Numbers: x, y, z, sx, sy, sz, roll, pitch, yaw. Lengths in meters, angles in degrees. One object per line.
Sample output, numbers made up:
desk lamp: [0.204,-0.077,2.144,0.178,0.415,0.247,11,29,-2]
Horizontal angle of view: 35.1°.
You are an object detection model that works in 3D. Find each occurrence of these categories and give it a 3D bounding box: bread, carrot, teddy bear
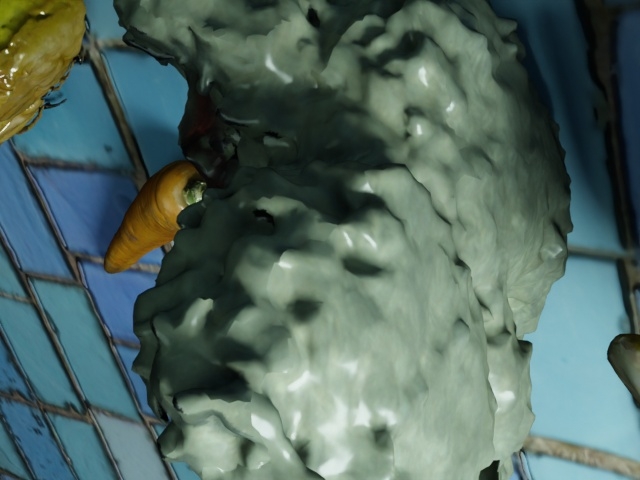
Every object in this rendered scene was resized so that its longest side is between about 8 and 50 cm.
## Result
bread: [-0.314,-0.149,0.853,0.261,0.147,0.160,-23,107,49]
carrot: [-0.148,-0.016,0.889,0.061,0.061,0.257,53,149,-6]
teddy bear: [0.000,0.000,0.521,0.224,0.367,0.357,-26,108,36]

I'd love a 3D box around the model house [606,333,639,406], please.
model house: [0.269,0.055,0.459,0.229,0.219,0.199,-45,75,7]
